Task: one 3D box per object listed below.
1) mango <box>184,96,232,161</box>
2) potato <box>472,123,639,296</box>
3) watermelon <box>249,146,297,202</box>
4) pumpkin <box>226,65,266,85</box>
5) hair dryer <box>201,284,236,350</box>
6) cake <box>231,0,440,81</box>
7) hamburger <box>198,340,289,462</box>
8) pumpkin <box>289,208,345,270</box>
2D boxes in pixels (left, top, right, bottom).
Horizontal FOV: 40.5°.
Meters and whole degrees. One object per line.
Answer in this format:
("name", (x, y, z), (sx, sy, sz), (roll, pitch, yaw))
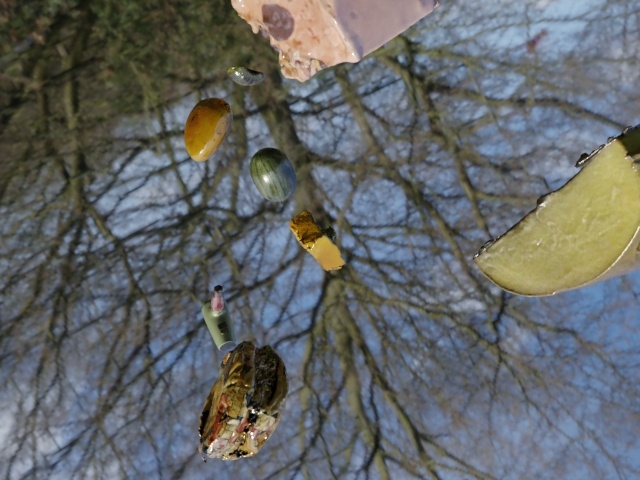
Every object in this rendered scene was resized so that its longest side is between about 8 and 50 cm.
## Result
("mango", (-0.192, -0.189, 1.478), (0.080, 0.060, 0.114), (29, -91, 44))
("potato", (0.203, -0.005, 0.620), (0.101, 0.089, 0.172), (-19, 160, -39))
("watermelon", (-0.082, -0.114, 1.522), (0.078, 0.110, 0.078), (-13, -139, 12))
("pumpkin", (-0.141, -0.311, 1.657), (0.083, 0.028, 0.050), (2, 174, -33))
("hair dryer", (-0.202, 0.137, 1.711), (0.054, 0.154, 0.106), (-16, -127, -13))
("cake", (0.009, -0.486, 1.626), (0.293, 0.314, 0.307), (-42, -152, -27))
("hamburger", (-0.137, 0.279, 1.489), (0.231, 0.107, 0.231), (-161, -90, -75))
("pumpkin", (0.000, 0.000, 1.277), (0.054, 0.083, 0.074), (-37, -132, -1))
